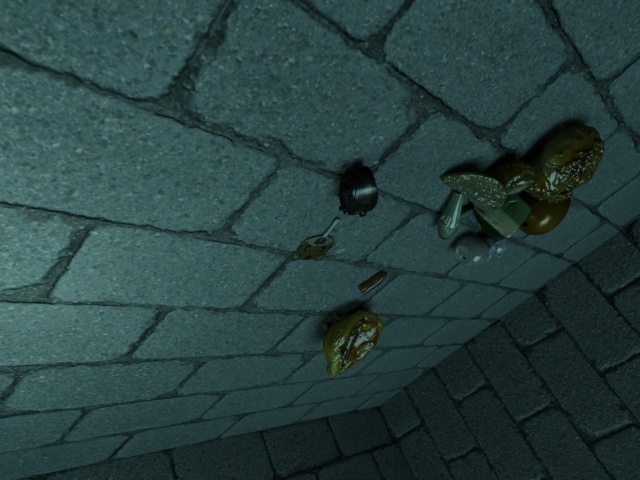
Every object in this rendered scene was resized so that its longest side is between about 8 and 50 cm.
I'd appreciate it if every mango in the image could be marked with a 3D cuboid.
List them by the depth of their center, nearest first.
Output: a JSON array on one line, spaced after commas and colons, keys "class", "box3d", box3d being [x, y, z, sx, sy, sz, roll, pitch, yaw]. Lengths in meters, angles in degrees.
[{"class": "mango", "box3d": [0.963, -0.131, 1.995, 0.317, 0.173, 0.212, -20, 144, -36]}]

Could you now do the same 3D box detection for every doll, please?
[{"class": "doll", "box3d": [0.731, 0.034, 2.078, 0.286, 0.151, 0.151, -11, 145, -32]}]

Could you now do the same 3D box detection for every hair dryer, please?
[{"class": "hair dryer", "box3d": [0.540, -0.128, 1.771, 0.224, 0.088, 0.219, -36, 146, -12]}]

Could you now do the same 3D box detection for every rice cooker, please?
[{"class": "rice cooker", "box3d": [0.111, -0.143, 1.367, 0.106, 0.112, 0.165, -9, 144, -19]}]

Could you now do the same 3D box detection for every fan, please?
[{"class": "fan", "box3d": [0.000, 0.000, 1.583, 0.152, 0.008, 0.227, 4, 137, -39]}]

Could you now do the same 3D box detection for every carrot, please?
[{"class": "carrot", "box3d": [0.231, 0.181, 1.984, 0.139, 0.048, 0.048, -37, 147, 12]}]

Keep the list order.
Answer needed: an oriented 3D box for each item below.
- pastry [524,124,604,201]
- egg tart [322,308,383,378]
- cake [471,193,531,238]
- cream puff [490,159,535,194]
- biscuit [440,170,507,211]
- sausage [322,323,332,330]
[{"class": "pastry", "box3d": [0.910, -0.270, 1.719, 0.284, 0.184, 0.316, 0, 138, -47]}, {"class": "egg tart", "box3d": [0.139, 0.455, 2.156, 0.339, 0.153, 0.352, -29, 139, -26]}, {"class": "cake", "box3d": [0.735, -0.081, 1.852, 0.158, 0.172, 0.283, -47, 149, 3]}, {"class": "cream puff", "box3d": [0.688, -0.230, 1.678, 0.165, 0.115, 0.150, -18, 163, 3]}, {"class": "biscuit", "box3d": [0.562, -0.182, 1.622, 0.289, 0.038, 0.141, 27, 147, -31]}, {"class": "sausage", "box3d": [0.060, 0.415, 2.197, 0.034, 0.034, 0.129, -42, 147, 22]}]
